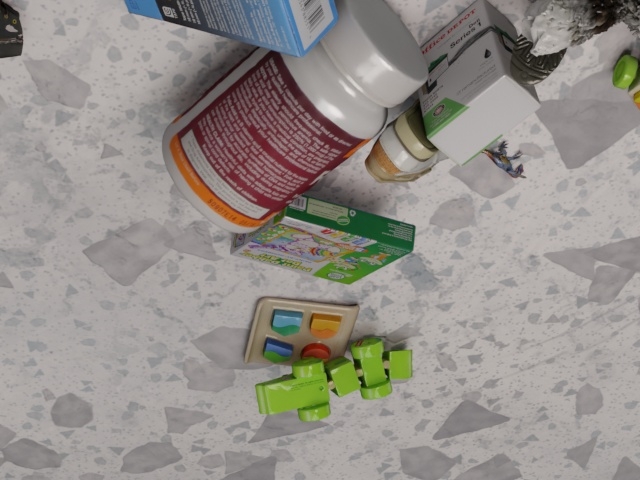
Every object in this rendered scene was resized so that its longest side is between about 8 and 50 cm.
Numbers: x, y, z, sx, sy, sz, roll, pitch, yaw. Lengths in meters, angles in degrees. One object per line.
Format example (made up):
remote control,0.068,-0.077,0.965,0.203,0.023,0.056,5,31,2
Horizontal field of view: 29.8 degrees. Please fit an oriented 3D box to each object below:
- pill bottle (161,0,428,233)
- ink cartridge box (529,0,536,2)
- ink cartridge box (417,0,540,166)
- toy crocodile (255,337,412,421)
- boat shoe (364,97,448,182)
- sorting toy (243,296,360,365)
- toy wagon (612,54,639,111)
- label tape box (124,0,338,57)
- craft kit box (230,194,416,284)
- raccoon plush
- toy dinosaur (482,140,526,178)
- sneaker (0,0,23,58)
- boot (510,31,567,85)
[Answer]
pill bottle,-0.039,-0.203,1.859,0.392,0.224,0.224,-37,129,27
ink cartridge box,0.298,-0.496,1.687,0.198,0.115,0.273,19,130,-26
ink cartridge box,0.235,-0.248,1.859,0.092,0.219,0.160,34,121,-31
toy crocodile,0.032,0.274,2.394,0.340,0.105,0.115,-16,99,-16
boat shoe,0.148,-0.158,1.925,0.103,0.113,0.302,-37,173,22
sorting toy,-0.038,0.193,2.394,0.208,0.038,0.193,4,134,-12
toy wagon,0.636,-0.257,1.899,0.267,0.068,0.344,16,165,-9
label tape box,-0.157,-0.409,1.685,0.333,0.106,0.241,21,147,32
craft kit box,0.000,0.000,2.121,0.249,0.061,0.246,15,161,-22
raccoon plush,0.537,-0.311,1.628,0.446,0.299,0.216,-39,131,-16
toy dinosaur,0.328,-0.139,2.125,0.090,0.047,0.082,13,153,26
sneaker,-0.503,-0.360,1.748,0.118,0.083,0.222,-14,132,-21
boot,0.337,-0.300,1.804,0.076,0.208,0.190,31,88,3
